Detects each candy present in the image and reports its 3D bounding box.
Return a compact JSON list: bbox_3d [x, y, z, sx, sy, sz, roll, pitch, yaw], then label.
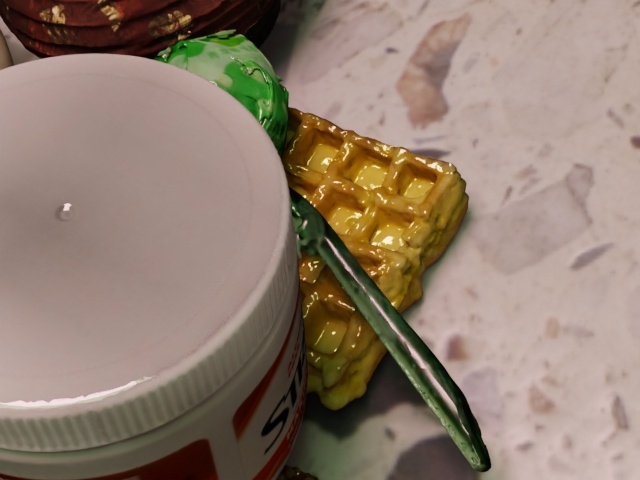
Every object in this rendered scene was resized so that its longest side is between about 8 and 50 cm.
[{"bbox_3d":[-0.002,0.000,0.610,0.097,0.097,0.323,-36,66,-4],"label":"candy"}]

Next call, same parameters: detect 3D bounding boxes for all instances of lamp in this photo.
[{"bbox_3d":[-0.127,-0.225,0.740,0.247,0.247,0.247,-7,62,13],"label":"lamp"}]

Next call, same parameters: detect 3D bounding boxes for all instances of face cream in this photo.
[{"bbox_3d":[-0.108,0.040,0.529,0.201,0.187,0.201,-1,54,1],"label":"face cream"}]

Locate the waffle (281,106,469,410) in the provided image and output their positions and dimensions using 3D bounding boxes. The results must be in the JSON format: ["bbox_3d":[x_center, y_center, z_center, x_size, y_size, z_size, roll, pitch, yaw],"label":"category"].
[{"bbox_3d":[-0.019,0.025,0.673,0.160,0.055,0.211,21,70,26],"label":"waffle"}]

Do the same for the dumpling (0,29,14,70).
[{"bbox_3d":[-0.353,-0.074,0.734,0.315,0.233,0.395,-45,46,28],"label":"dumpling"}]

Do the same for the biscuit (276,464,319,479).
[{"bbox_3d":[-0.028,0.197,0.605,0.237,0.026,0.131,21,69,24],"label":"biscuit"}]
